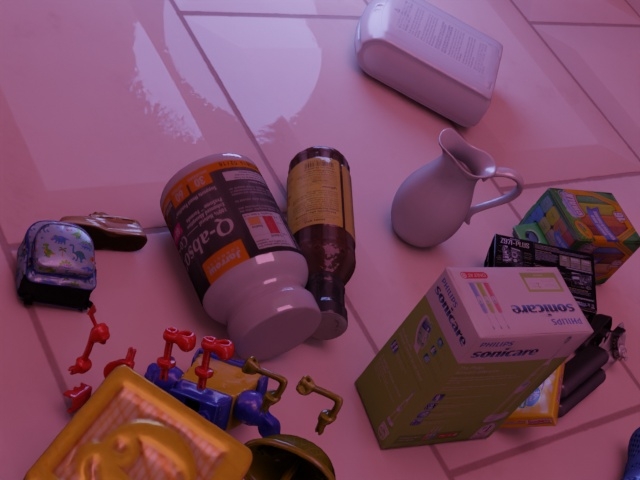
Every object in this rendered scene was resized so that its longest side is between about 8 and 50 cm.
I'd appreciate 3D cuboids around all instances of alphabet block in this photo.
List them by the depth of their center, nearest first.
[{"bbox_3d":[-0.220,0.294,1.129,0.192,0.197,0.193,33,41,-1],"label":"alphabet block"}]

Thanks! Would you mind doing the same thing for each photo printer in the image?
[{"bbox_3d":[0.218,-0.390,2.133,0.307,0.107,0.256,27,41,-6],"label":"photo printer"}]

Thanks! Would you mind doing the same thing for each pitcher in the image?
[{"bbox_3d":[0.229,-0.072,1.760,0.178,0.207,0.125,25,42,-11],"label":"pitcher"}]

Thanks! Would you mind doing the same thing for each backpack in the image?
[{"bbox_3d":[-0.353,0.024,1.389,0.105,0.084,0.114,10,44,-28],"label":"backpack"}]

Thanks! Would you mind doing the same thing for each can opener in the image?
[{"bbox_3d":[0.445,0.212,1.745,0.093,0.074,0.280,15,28,33],"label":"can opener"}]

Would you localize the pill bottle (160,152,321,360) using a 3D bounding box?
[{"bbox_3d":[-0.114,0.023,1.485,0.162,0.162,0.278,-5,54,-36],"label":"pill bottle"}]

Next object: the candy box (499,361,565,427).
[{"bbox_3d":[0.333,0.216,1.640,0.105,0.027,0.206,-5,35,23],"label":"candy box"}]

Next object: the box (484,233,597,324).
[{"bbox_3d":[0.376,0.079,1.774,0.180,0.077,0.147,11,43,0],"label":"box"}]

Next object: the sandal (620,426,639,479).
[{"bbox_3d":[0.488,0.400,1.544,0.138,0.126,0.317,23,40,-6],"label":"sandal"}]

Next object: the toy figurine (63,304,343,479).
[{"bbox_3d":[-0.110,0.183,1.301,0.362,0.191,0.217,15,16,16],"label":"toy figurine"}]

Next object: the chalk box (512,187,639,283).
[{"bbox_3d":[0.456,-0.007,1.900,0.213,0.132,0.132,2,50,-31],"label":"chalk box"}]

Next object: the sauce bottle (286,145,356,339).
[{"bbox_3d":[0.000,0.000,1.618,0.111,0.111,0.344,18,43,-18],"label":"sauce bottle"}]

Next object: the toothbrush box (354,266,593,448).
[{"bbox_3d":[0.211,0.168,1.461,0.206,0.283,0.122,0,51,-31],"label":"toothbrush box"}]

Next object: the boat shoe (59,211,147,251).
[{"bbox_3d":[-0.317,-0.016,1.481,0.135,0.050,0.045,13,41,-37],"label":"boat shoe"}]
